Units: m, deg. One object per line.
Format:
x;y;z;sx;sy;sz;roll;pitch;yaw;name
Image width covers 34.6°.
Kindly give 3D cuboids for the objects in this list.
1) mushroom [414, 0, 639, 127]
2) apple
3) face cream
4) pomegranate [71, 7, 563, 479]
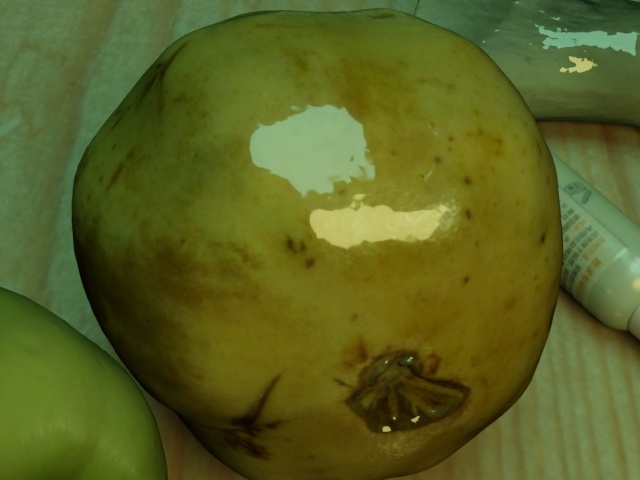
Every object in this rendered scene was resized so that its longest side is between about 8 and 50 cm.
0.281;-0.156;0.988;0.396;0.126;0.177;11;50;5;mushroom
-0.230;0.157;0.580;0.279;0.279;0.279;1;47;-1;apple
0.220;-0.001;0.870;0.082;0.082;0.269;-25;53;-23;face cream
0.000;0.000;0.703;0.332;0.333;0.333;1;47;-1;pomegranate
